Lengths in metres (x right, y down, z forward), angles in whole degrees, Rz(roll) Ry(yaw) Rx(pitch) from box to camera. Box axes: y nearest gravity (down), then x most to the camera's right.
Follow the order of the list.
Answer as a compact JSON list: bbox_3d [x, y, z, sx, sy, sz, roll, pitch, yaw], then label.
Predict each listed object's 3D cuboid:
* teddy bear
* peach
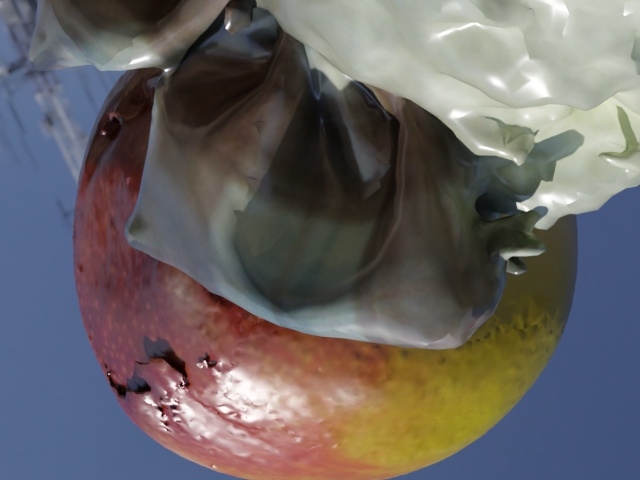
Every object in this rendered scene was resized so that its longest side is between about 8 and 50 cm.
[{"bbox_3d":[0.077,-0.162,0.265,0.362,0.327,0.375,-33,167,-5],"label":"teddy bear"},{"bbox_3d":[0.000,0.000,0.719,0.231,0.231,0.231,-17,-152,9],"label":"peach"}]
